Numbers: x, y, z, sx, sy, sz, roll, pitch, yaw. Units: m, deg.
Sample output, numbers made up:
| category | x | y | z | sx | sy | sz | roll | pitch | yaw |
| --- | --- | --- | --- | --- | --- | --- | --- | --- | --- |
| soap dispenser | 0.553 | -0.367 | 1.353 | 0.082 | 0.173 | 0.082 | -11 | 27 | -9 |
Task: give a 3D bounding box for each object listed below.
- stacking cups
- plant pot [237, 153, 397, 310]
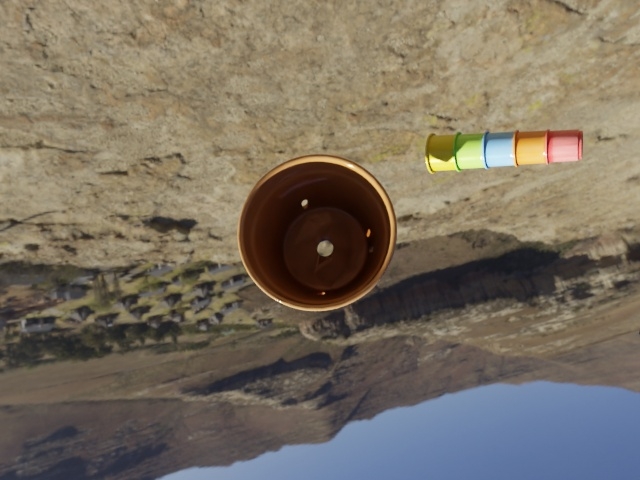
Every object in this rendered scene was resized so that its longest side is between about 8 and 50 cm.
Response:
| category | x | y | z | sx | sy | sz | roll | pitch | yaw |
| --- | --- | --- | --- | --- | --- | --- | --- | --- | --- |
| stacking cups | 0.393 | -0.191 | 1.094 | 0.316 | 0.096 | 0.096 | 5 | 177 | 31 |
| plant pot | 0.000 | 0.000 | 1.003 | 0.290 | 0.291 | 0.203 | -16 | 168 | 1 |
